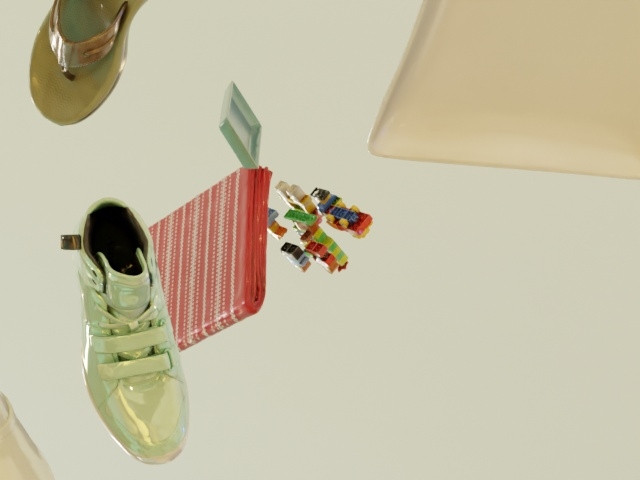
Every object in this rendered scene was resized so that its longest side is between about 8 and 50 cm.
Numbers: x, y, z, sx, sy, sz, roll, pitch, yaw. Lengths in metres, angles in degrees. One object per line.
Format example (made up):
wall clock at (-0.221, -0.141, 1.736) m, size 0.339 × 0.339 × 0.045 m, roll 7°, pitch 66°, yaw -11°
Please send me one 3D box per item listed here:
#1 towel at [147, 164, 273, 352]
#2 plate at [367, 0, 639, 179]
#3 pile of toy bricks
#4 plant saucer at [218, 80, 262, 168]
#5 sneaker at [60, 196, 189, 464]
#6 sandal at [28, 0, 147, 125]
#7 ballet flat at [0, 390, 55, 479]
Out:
towel at (-0.148, 0.037, 2.341) m, size 0.031 × 0.199 × 0.275 m, roll 19°, pitch -30°, yaw -32°
plate at (0.198, -0.169, 1.559) m, size 0.278 × 0.045 × 0.277 m, roll 4°, pitch -46°, yaw -16°
pile of toy bricks at (0.000, 0.000, 2.683) m, size 0.212 × 0.118 × 0.105 m, roll 19°, pitch -25°, yaw 53°
plant saucer at (-0.091, -0.130, 2.186) m, size 0.018 × 0.192 × 0.067 m, roll -29°, pitch -75°, yaw 9°
sneaker at (-0.183, 0.084, 1.808) m, size 0.094 × 0.256 × 0.151 m, roll -15°, pitch -7°, yaw -9°
sandal at (-0.273, -0.270, 2.280) m, size 0.120 × 0.086 × 0.303 m, roll 38°, pitch -62°, yaw 14°
ballet flat at (-0.398, 0.134, 1.901) m, size 0.400 × 0.139 × 0.139 m, roll 36°, pitch -8°, yaw 39°
